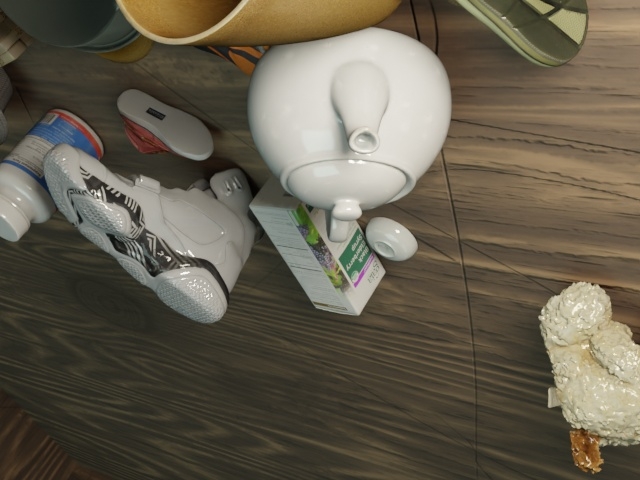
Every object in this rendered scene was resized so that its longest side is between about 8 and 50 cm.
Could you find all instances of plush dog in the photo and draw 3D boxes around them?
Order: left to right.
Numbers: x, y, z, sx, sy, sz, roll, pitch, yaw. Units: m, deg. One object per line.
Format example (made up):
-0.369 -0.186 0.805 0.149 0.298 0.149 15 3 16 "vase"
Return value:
0.425 0.181 1.343 0.225 0.210 0.262 -19 128 25 "plush dog"

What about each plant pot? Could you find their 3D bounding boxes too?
-0.031 -0.283 1.001 0.237 0.237 0.254 6 -178 42 "plant pot"

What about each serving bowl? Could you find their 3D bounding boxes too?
0.100 0.003 1.547 0.083 0.027 0.083 27 151 16 "serving bowl"

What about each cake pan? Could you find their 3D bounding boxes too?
-0.318 -0.364 1.272 0.293 0.054 0.293 16 122 26 "cake pan"

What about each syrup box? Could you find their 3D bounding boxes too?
0.000 0.000 1.578 0.096 0.093 0.237 7 142 40 "syrup box"

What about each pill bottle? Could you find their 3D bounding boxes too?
-0.479 -0.108 1.782 0.124 0.221 0.124 26 151 15 "pill bottle"

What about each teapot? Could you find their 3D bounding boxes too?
0.031 -0.110 1.195 0.252 0.187 0.256 -13 158 38 "teapot"

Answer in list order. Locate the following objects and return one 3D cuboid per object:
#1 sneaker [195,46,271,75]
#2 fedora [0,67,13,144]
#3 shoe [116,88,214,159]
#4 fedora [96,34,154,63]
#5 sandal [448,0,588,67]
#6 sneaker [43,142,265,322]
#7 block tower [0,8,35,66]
-0.082 -0.300 1.197 0.180 0.124 0.321 29 163 1 "sneaker"
-0.640 -0.268 1.805 0.275 0.124 0.244 9 146 25 "fedora"
-0.235 -0.161 1.615 0.178 0.063 0.081 31 154 17 "shoe"
-0.274 -0.327 1.374 0.194 0.079 0.194 21 140 20 "fedora"
0.133 -0.276 0.996 0.303 0.120 0.086 46 164 -21 "sandal"
-0.243 -0.057 1.619 0.366 0.210 0.137 45 150 -21 "sneaker"
-0.559 -0.409 1.540 0.097 0.091 0.335 -8 131 51 "block tower"
